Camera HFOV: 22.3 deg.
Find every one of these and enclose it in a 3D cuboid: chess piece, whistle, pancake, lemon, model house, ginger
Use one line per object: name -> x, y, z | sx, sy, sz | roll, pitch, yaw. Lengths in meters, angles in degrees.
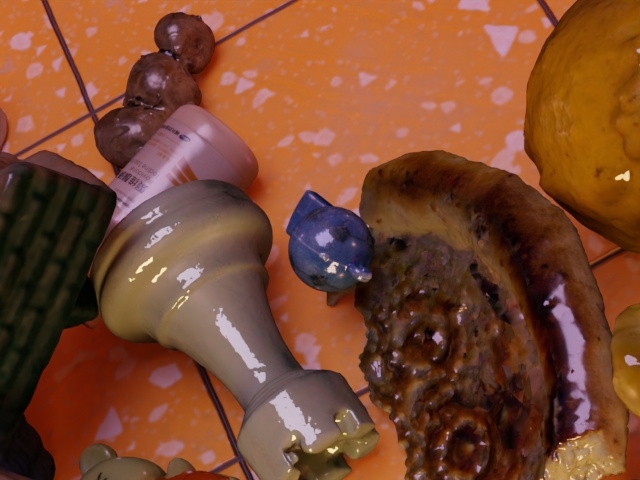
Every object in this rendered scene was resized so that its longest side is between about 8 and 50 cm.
chess piece -> -0.075, 0.104, 1.562 | 0.195, 0.194, 0.299 | -37, 63, -3
whistle -> -0.129, 0.270, 1.512 | 0.288, 0.106, 0.131 | 6, 84, 27
pancake -> 0.122, 0.074, 1.483 | 0.305, 0.067, 0.426 | -45, 49, 33
whistle -> 0.000, 0.000, 1.563 | 0.090, 0.090, 0.158 | -44, 46, -8
lemon -> 0.316, -0.112, 1.457 | 0.285, 0.285, 0.316 | -23, 32, 7
model house -> -0.384, 0.106, 1.508 | 0.400, 0.395, 0.445 | 21, 93, -1
ginger -> -0.182, -0.171, 1.818 | 0.104, 0.080, 0.204 | 16, 69, 34

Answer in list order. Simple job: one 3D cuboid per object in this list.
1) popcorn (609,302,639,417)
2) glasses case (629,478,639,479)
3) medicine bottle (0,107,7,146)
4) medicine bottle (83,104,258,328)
popcorn -> 0.432, 0.100, 1.299 | 0.334, 0.293, 0.292 | -38, 60, 7
glasses case -> 0.303, 0.235, 1.426 | 0.083, 0.021, 0.032 | 15, 69, 28
medicine bottle -> -0.443, -0.165, 1.848 | 0.103, 0.186, 0.102 | -9, 58, 15
medicine bottle -> -0.182, -0.020, 1.708 | 0.114, 0.114, 0.252 | 34, 78, 33
